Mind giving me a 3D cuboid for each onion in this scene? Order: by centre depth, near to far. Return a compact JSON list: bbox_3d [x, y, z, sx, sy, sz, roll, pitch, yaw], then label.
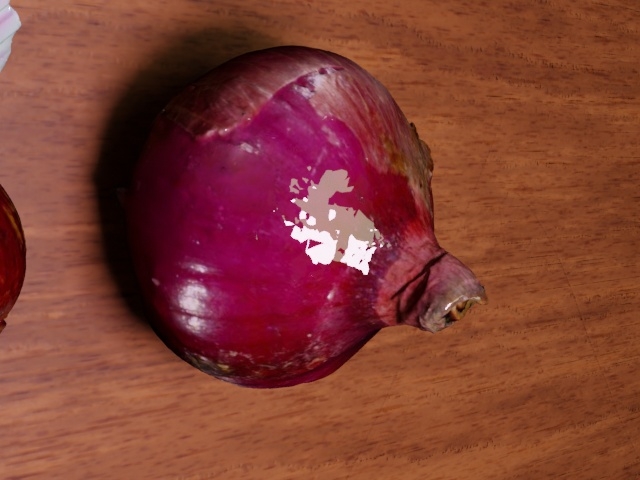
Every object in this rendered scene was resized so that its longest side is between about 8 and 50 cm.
[{"bbox_3d":[0.000,0.000,1.176,0.347,0.385,0.348,-27,130,-38],"label":"onion"}]

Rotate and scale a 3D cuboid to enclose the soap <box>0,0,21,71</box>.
[{"bbox_3d":[-0.325,-0.164,1.025,0.149,0.056,0.100,-49,148,-27],"label":"soap"}]

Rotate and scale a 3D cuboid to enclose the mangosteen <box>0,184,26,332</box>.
[{"bbox_3d":[-0.357,-0.005,0.954,0.257,0.215,0.215,50,59,-6],"label":"mangosteen"}]
